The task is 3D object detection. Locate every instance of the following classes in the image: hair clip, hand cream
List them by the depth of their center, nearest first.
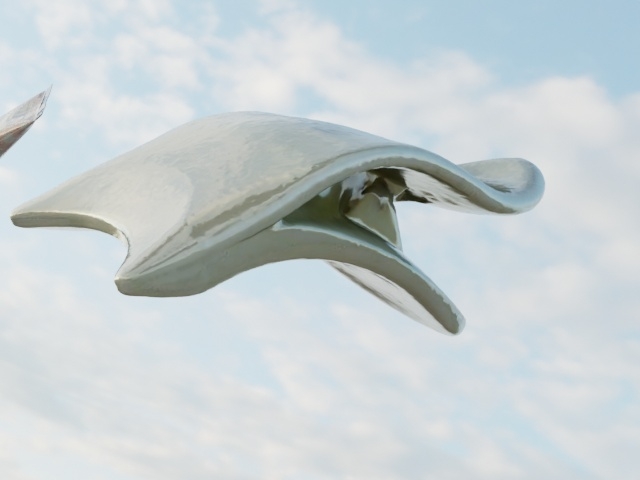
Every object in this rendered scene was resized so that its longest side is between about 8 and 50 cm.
[{"bbox_3d":[-0.001,-0.019,0.654,0.282,0.113,0.172,13,5,-32],"label":"hair clip"},{"bbox_3d":[-0.311,-0.061,1.031,0.209,0.067,0.043,-35,-66,15],"label":"hand cream"}]
